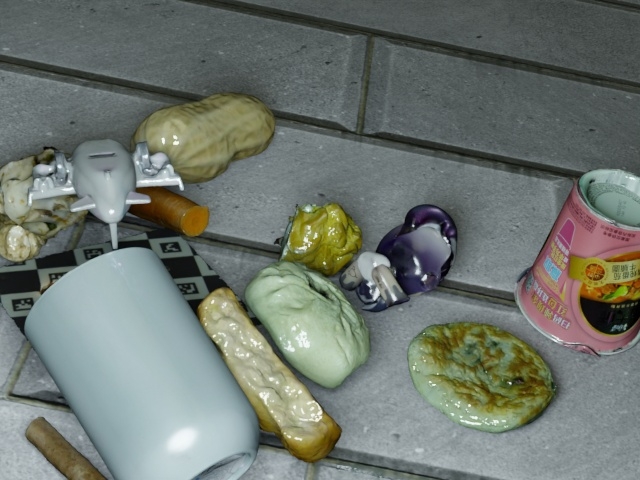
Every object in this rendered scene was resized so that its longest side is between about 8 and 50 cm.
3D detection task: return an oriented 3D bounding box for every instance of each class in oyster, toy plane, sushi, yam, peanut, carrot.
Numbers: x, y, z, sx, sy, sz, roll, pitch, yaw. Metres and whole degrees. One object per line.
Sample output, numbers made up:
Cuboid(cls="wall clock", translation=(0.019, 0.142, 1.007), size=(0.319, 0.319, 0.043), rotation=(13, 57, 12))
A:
Cuboid(cls="oyster", translation=(-0.458, -0.060, 2.053), size=(0.166, 0.094, 0.294), rotation=(45, 34, 11))
Cuboid(cls="toy plane", translation=(-0.347, -0.090, 1.981), size=(0.252, 0.118, 0.252), rotation=(0, 28, 0))
Cuboid(cls="sushi", translation=(-0.305, 0.114, 1.880), size=(0.339, 0.069, 0.320), rotation=(-15, 36, -31))
Cuboid(cls="yam", translation=(-0.271, 0.336, 1.599), size=(0.327, 0.045, 0.045), rotation=(35, 51, 26))
Cuboid(cls="peanut", translation=(-0.205, -0.189, 2.236), size=(0.152, 0.152, 0.313), rotation=(34, 36, 27))
Cuboid(cls="carrot", translation=(-0.273, -0.060, 2.062), size=(0.067, 0.067, 0.225), rotation=(-20, 26, -36))

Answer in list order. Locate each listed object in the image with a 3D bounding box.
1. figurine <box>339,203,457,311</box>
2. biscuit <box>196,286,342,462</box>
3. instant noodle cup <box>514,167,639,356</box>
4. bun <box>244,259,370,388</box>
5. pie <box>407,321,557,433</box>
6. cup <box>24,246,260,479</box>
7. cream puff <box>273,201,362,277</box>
Cuboid(cls="figurine", translation=(0.143, 0.026, 2.059), size=(0.145, 0.145, 0.222), rotation=(37, 44, 29))
Cuboid(cls="biscuit", translation=(-0.076, 0.202, 1.711), size=(0.091, 0.213, 0.274), rotation=(-40, 66, -9))
Cuboid(cls="instant noodle cup", translation=(0.467, 0.024, 2.053), size=(0.244, 0.255, 0.244), rotation=(7, 39, -6))
Cuboid(cls="bun", translation=(-0.009, 0.119, 1.849), size=(0.221, 0.108, 0.221), rotation=(44, 12, -12))
Cuboid(cls="pie", translation=(0.252, 0.208, 1.913), size=(0.240, 0.054, 0.240), rotation=(10, 37, -7))
Cuboid(cls="cup", translation=(-0.225, 0.188, 1.591), size=(0.205, 0.205, 0.312), rotation=(-19, 63, -35))
Cuboid(cls="cream puff", translation=(0.001, 0.000, 2.050), size=(0.156, 0.156, 0.121), rotation=(2, 74, -14))
